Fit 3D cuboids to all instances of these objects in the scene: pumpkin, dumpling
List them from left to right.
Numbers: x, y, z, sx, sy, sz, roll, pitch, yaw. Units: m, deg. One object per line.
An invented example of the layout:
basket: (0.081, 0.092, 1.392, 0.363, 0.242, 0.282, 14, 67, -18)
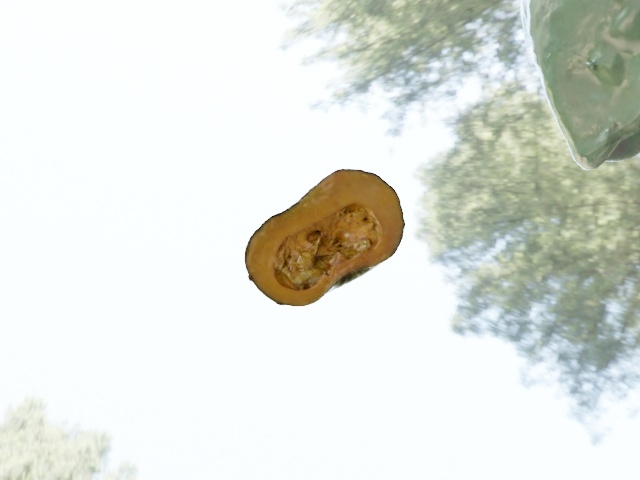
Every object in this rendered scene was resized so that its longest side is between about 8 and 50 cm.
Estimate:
pumpkin: (0.000, 0.001, 0.589, 0.083, 0.028, 0.050, -29, -100, -16)
dumpling: (0.161, -0.140, 0.632, 0.104, 0.149, 0.217, 9, -121, -1)
